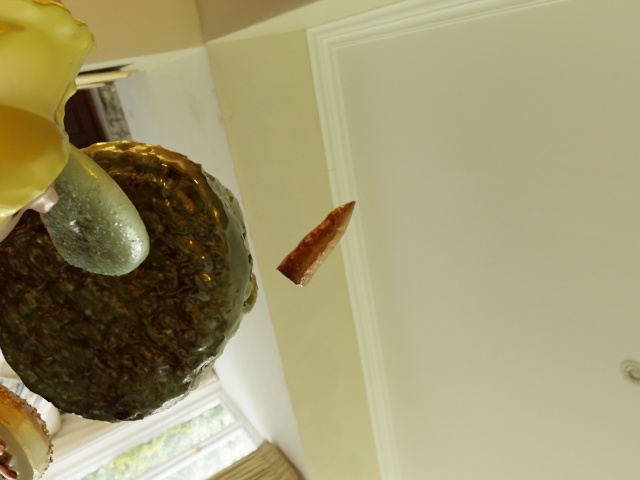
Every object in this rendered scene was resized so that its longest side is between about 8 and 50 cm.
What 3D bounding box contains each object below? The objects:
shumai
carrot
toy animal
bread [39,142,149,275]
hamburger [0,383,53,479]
[{"bbox_3d":[-0.272,0.034,0.761,0.348,0.396,0.394,-92,166,-78],"label":"shumai"},{"bbox_3d":[0.000,0.000,0.915,0.205,0.072,0.072,-51,-122,18],"label":"carrot"},{"bbox_3d":[-0.216,-0.095,0.281,0.156,0.156,0.229,17,-91,56],"label":"toy animal"},{"bbox_3d":[-0.219,-0.015,0.451,0.112,0.036,0.192,21,-38,8],"label":"bread"},{"bbox_3d":[-0.646,0.381,0.849,0.291,0.225,0.290,9,-61,16],"label":"hamburger"}]
